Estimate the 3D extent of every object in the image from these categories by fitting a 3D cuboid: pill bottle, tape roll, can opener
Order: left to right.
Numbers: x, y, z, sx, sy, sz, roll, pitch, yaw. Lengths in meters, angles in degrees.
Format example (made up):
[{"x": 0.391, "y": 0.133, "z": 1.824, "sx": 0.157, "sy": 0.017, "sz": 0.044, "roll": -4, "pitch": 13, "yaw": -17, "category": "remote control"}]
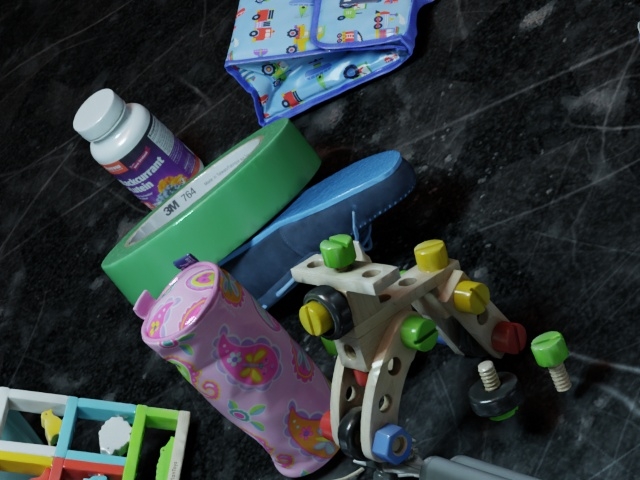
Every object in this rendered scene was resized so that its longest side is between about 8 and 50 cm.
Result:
[{"x": -0.273, "y": -0.136, "z": 2.429, "sx": 0.108, "sy": 0.193, "sz": 0.108, "roll": -29, "pitch": 37, "yaw": 25, "category": "pill bottle"}, {"x": -0.147, "y": -0.038, "z": 2.187, "sx": 0.321, "sy": 0.077, "sz": 0.321, "roll": -36, "pitch": 10, "yaw": 8, "category": "tape roll"}, {"x": 0.140, "y": 0.264, "z": 1.694, "sx": 0.280, "sy": 0.074, "sz": 0.093, "roll": 3, "pitch": 91, "yaw": 51, "category": "can opener"}]

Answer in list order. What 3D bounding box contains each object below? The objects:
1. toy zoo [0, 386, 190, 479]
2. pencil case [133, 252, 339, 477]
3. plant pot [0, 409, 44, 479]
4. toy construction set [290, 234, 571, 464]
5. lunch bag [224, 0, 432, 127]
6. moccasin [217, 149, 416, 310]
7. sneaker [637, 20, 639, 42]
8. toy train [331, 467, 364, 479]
[{"x": -0.320, "y": 0.277, "z": 2.027, "sx": 0.293, "sy": 0.030, "sz": 0.192, "roll": 7, "pitch": 47, "yaw": -1, "category": "toy zoo"}, {"x": -0.083, "y": 0.146, "z": 1.847, "sx": 0.124, "sy": 0.284, "sz": 0.124, "roll": -29, "pitch": 34, "yaw": 22, "category": "pencil case"}, {"x": -0.471, "y": 0.274, "z": 2.165, "sx": 0.165, "sy": 0.234, "sz": 0.166, "roll": -49, "pitch": 13, "yaw": -4, "category": "plant pot"}, {"x": 0.071, "y": 0.066, "z": 1.765, "sx": 0.257, "sy": 0.237, "sz": 0.309, "roll": -27, "pitch": 22, "yaw": -8, "category": "toy construction set"}, {"x": 0.031, "y": -0.316, "z": 2.377, "sx": 0.293, "sy": 0.138, "sz": 0.221, "roll": -14, "pitch": 43, "yaw": 22, "category": "lunch bag"}, {"x": 0.000, "y": 0.000, "z": 2.067, "sx": 0.342, "sy": 0.117, "sz": 0.137, "roll": -30, "pitch": 12, "yaw": 37, "category": "moccasin"}, {"x": 0.449, "y": -0.225, "z": 1.821, "sx": 0.163, "sy": 0.086, "sz": 0.226, "roll": -27, "pitch": 27, "yaw": 9, "category": "sneaker"}, {"x": -0.024, "y": 0.341, "z": 1.753, "sx": 0.248, "sy": 0.105, "sz": 0.143, "roll": -18, "pitch": 61, "yaw": -25, "category": "toy train"}]
